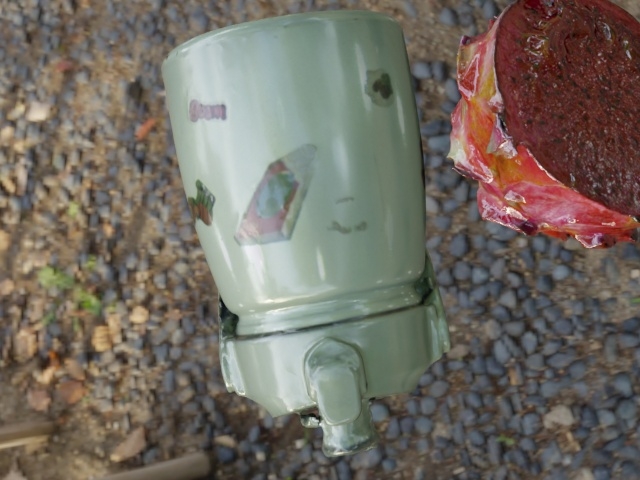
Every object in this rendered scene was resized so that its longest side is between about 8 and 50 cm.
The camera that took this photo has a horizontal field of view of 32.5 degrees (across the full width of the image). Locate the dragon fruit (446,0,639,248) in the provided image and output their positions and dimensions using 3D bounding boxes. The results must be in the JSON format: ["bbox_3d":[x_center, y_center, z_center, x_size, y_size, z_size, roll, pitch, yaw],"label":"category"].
[{"bbox_3d":[0.330,-0.150,1.529,0.249,0.386,0.371,-42,70,53],"label":"dragon fruit"}]

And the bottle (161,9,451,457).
[{"bbox_3d":[0.000,0.000,0.935,0.229,0.229,0.352,-12,89,32],"label":"bottle"}]
